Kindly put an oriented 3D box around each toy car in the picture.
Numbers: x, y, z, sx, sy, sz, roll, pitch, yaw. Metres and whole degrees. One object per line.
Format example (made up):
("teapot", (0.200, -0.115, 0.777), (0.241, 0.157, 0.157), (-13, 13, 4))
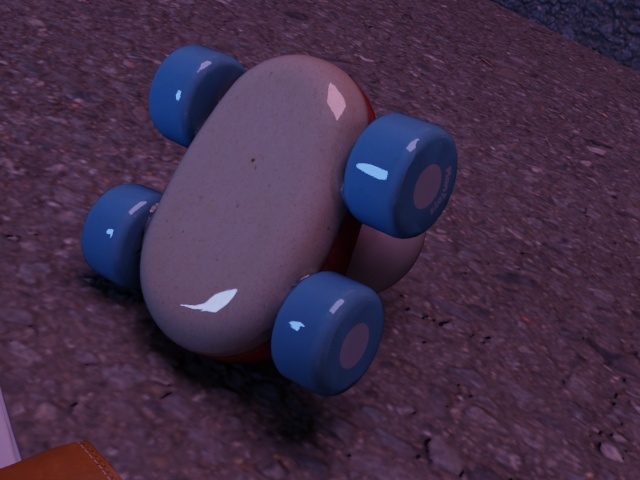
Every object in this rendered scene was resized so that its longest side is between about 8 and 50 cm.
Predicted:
("toy car", (0.000, 0.000, 0.709), (0.219, 0.210, 0.238), (23, -3, 34))

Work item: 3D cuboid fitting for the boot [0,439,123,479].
("boot", (-0.120, 0.193, 0.291), (0.220, 0.109, 0.283), (-10, 44, -35))

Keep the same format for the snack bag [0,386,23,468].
("snack bag", (-0.290, 0.117, 0.418), (0.342, 0.037, 0.323), (0, 35, -32))
